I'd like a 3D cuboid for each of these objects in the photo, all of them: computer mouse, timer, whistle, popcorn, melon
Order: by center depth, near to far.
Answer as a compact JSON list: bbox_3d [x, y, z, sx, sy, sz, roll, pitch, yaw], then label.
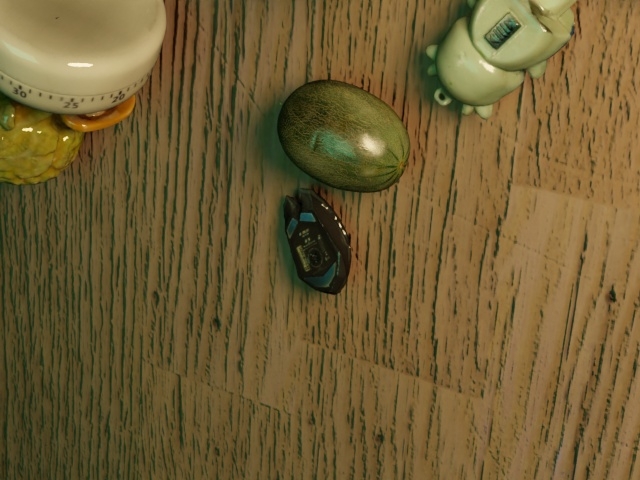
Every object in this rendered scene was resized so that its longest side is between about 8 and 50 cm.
[{"bbox_3d":[0.195,-0.215,1.202,0.110,0.092,0.244,50,127,7],"label":"whistle"},{"bbox_3d":[0.021,-0.116,1.332,0.167,0.114,0.114,29,121,19],"label":"melon"},{"bbox_3d":[-0.289,-0.268,1.384,0.233,0.233,0.240,41,140,11],"label":"timer"},{"bbox_3d":[0.000,0.000,1.433,0.079,0.047,0.135,-31,80,42],"label":"computer mouse"},{"bbox_3d":[-0.395,-0.155,1.538,0.187,0.167,0.185,22,124,27],"label":"popcorn"}]
